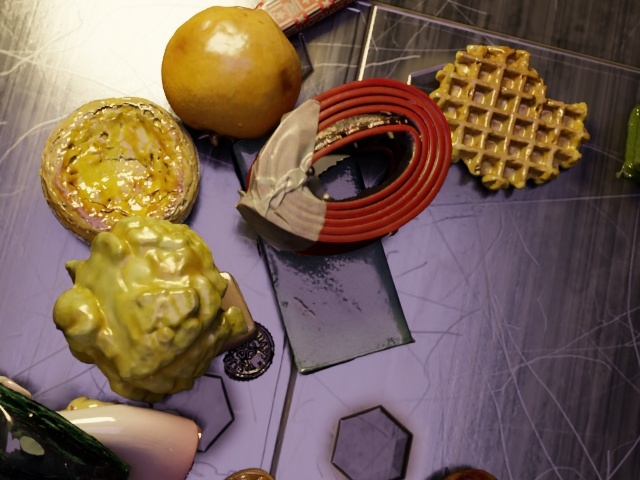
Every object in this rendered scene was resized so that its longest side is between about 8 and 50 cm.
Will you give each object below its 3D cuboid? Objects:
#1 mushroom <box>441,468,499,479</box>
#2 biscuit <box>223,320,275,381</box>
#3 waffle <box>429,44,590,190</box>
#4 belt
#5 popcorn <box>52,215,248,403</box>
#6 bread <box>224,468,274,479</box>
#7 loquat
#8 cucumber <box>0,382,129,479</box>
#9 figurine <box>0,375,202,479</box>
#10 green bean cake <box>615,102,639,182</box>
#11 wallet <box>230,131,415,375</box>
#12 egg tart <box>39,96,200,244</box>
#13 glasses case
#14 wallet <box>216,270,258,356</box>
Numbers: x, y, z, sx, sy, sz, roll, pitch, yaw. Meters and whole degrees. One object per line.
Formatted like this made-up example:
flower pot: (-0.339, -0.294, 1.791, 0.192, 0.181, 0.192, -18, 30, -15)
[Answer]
mushroom: (0.198, 0.422, 1.187, 0.148, 0.217, 0.227, 35, 76, 1)
biscuit: (-0.110, 0.163, 1.293, 0.087, 0.027, 0.089, -28, 85, -11)
waffle: (0.301, -0.205, 1.389, 0.249, 0.056, 0.253, -17, 82, -9)
belt: (0.035, -0.097, 1.257, 0.324, 0.115, 0.227, -30, 88, -18)
popcorn: (-0.227, 0.094, 1.176, 0.255, 0.195, 0.256, -1, 91, 6)
bread: (-0.101, 0.387, 1.258, 0.110, 0.024, 0.110, 1, 80, -8)
loquat: (-0.129, -0.243, 1.276, 0.208, 0.208, 0.208, 1, 80, -6)
cucumber: (-0.317, 0.255, 1.006, 0.193, 0.086, 0.115, 35, 60, -18)
figurine: (-0.364, 0.284, 1.158, 0.316, 0.284, 0.206, 23, 67, -27)
green bean cake: (0.615, -0.156, 1.317, 0.247, 0.250, 0.156, 14, 80, -3)
wallet: (0.000, 0.000, 1.324, 0.191, 0.046, 0.379, -15, 82, -8)
egg tart: (-0.293, -0.097, 1.283, 0.234, 0.094, 0.234, 2, 79, -9)
glasses case: (-0.020, -0.381, 1.383, 0.194, 0.049, 0.073, -31, 84, -11)
wallet: (-0.179, 0.121, 1.276, 0.153, 0.039, 0.118, -28, 75, 0)
